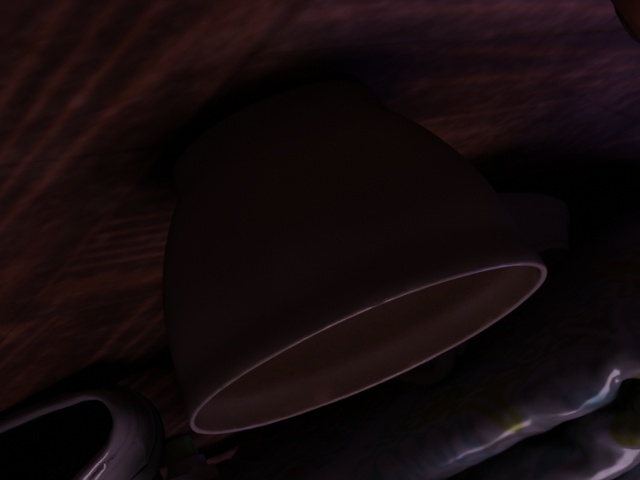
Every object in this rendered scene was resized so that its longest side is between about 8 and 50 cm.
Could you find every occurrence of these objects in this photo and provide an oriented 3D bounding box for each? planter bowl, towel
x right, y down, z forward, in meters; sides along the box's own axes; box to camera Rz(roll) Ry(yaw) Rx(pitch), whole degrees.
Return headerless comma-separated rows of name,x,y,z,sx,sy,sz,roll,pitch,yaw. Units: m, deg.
planter bowl,0.000,0.000,0.615,0.162,0.109,0.162,-22,165,-6
towel,0.084,0.111,0.934,0.374,0.090,0.320,-31,-172,23

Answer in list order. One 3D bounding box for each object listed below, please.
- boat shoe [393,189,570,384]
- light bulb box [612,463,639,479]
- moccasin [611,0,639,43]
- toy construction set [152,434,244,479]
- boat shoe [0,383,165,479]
boat shoe,0.049,0.041,0.846,0.277,0.096,0.098,-14,160,-33
light bulb box,0.149,0.252,0.937,0.361,0.225,0.358,-35,-175,-15
moccasin,0.269,-0.140,0.421,0.380,0.139,0.147,-32,129,26
toy construction set,-0.027,0.212,1.241,0.328,0.151,0.215,-10,162,-8
boat shoe,-0.223,0.171,0.890,0.268,0.096,0.088,-26,160,4
